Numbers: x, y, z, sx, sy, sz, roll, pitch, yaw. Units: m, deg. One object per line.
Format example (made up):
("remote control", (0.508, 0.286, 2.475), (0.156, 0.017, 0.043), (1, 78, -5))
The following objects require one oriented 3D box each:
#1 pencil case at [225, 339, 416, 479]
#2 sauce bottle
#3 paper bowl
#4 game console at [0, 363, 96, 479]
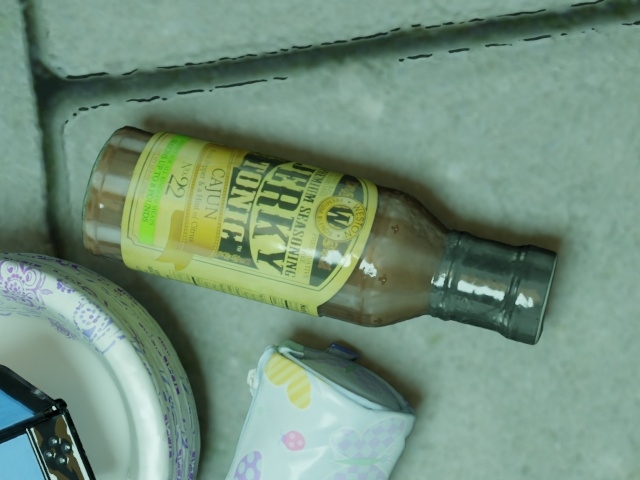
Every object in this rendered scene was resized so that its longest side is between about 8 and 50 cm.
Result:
("pencil case", (-0.034, 0.212, 1.037), (0.124, 0.113, 0.273), (22, 97, -16))
("sauce bottle", (0.000, 0.000, 1.033), (0.344, 0.111, 0.111), (12, 93, 9))
("paper bowl", (-0.231, 0.151, 1.059), (0.284, 0.148, 0.284), (0, 91, 10))
("game console", (-0.240, 0.158, 0.944), (0.144, 0.085, 0.124), (-23, 88, 11))
